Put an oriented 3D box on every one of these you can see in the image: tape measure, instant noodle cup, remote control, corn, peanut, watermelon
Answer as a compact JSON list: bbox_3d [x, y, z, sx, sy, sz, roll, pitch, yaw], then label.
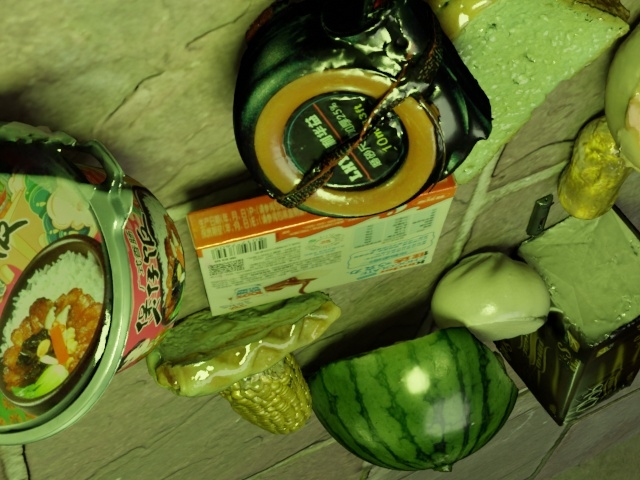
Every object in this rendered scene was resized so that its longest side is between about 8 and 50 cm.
[{"bbox_3d":[0.029,-0.122,1.094,0.223,0.135,0.202,-25,127,23],"label":"tape measure"},{"bbox_3d":[-0.231,0.030,1.053,0.302,0.258,0.181,-32,172,21],"label":"instant noodle cup"},{"bbox_3d":[0.322,-0.035,1.797,0.034,0.016,0.091,-21,153,-12],"label":"remote control"},{"bbox_3d":[-0.077,0.193,1.655,0.115,0.115,0.318,-30,156,-5],"label":"corn"},{"bbox_3d":[0.374,-0.100,1.660,0.087,0.087,0.206,-24,156,-17],"label":"peanut"},{"bbox_3d":[0.139,0.248,1.808,0.331,0.189,0.331,-11,159,-4],"label":"watermelon"}]

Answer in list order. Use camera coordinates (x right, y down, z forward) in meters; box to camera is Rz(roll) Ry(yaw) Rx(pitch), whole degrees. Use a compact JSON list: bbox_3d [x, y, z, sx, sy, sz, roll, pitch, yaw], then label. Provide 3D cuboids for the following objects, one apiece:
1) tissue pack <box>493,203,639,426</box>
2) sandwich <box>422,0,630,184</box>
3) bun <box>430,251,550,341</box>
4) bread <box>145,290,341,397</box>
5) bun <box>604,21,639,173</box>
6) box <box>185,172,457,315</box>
[{"bbox_3d":[0.419,0.125,1.988,0.198,0.210,0.370,-32,155,-14],"label":"tissue pack"},{"bbox_3d":[0.145,-0.180,1.240,0.249,0.095,0.273,5,137,-47],"label":"sandwich"},{"bbox_3d":[0.244,0.077,1.790,0.173,0.119,0.173,-6,167,-1],"label":"bun"},{"bbox_3d":[-0.094,0.116,1.467,0.232,0.128,0.088,-23,122,-16],"label":"bread"},{"bbox_3d":[0.482,-0.198,1.492,0.299,0.164,0.298,-1,129,-1],"label":"bun"},{"bbox_3d":[0.000,0.000,1.340,0.273,0.048,0.265,-14,162,-7],"label":"box"}]
